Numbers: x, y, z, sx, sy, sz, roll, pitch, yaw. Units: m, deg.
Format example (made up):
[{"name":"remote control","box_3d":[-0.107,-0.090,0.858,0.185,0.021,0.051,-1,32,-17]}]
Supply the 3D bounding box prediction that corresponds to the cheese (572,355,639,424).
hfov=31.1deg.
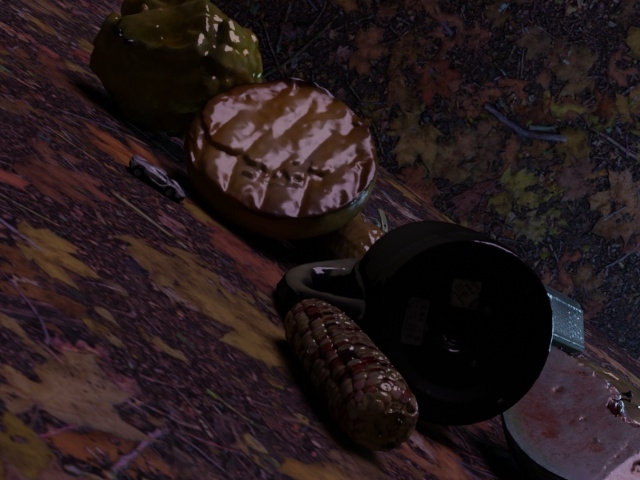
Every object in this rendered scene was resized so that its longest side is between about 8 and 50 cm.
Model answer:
[{"name":"cheese","box_3d":[0.437,0.277,1.832,0.328,0.130,0.351,35,8,35]}]

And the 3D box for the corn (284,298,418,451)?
[{"name":"corn","box_3d":[0.023,0.131,1.224,0.086,0.086,0.253,30,11,-30]}]

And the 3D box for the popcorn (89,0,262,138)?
[{"name":"popcorn","box_3d":[-0.235,-0.294,1.891,0.286,0.252,0.215,5,-3,6]}]

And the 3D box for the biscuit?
[{"name":"biscuit","box_3d":[-0.060,-0.121,1.748,0.296,0.102,0.296,6,50,-7]}]

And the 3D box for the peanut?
[{"name":"peanut","box_3d":[0.050,0.010,1.767,0.095,0.108,0.226,38,16,-45]}]

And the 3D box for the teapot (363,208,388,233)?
[{"name":"teapot","box_3d":[0.087,-0.007,1.901,0.064,0.083,0.064,17,21,-36]}]

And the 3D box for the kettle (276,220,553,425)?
[{"name":"kettle","box_3d":[0.102,0.079,1.480,0.320,0.228,0.324,2,10,-7]}]

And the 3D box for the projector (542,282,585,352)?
[{"name":"projector","box_3d":[0.311,0.128,1.917,0.192,0.099,0.256,-8,-17,30]}]

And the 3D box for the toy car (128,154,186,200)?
[{"name":"toy car","box_3d":[-0.224,-0.087,1.596,0.093,0.025,0.041,33,11,-14]}]

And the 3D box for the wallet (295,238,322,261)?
[{"name":"wallet","box_3d":[0.000,0.000,1.908,0.250,0.044,0.149,38,6,14]}]

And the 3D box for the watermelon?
[{"name":"watermelon","box_3d":[0.336,0.294,1.433,0.322,0.188,0.175,36,-38,47]}]
